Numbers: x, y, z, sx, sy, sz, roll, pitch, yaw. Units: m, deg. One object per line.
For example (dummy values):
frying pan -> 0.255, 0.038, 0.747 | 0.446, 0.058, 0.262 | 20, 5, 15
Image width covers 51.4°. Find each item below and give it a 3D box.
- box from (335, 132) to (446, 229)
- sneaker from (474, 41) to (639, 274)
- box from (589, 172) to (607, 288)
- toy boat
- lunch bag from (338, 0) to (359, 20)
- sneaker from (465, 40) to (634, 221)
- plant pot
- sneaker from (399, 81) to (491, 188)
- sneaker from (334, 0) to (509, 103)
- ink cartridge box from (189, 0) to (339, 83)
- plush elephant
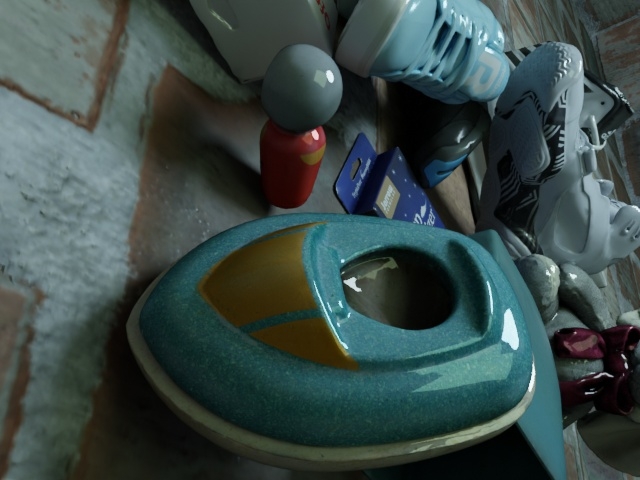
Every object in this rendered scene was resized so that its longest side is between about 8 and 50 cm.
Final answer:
box -> 0.102, -0.014, 0.796 | 0.225, 0.037, 0.136 | 54, 35, -24
sneaker -> 0.343, -0.090, 0.911 | 0.137, 0.210, 0.365 | -108, -162, -55
box -> 0.486, -0.030, 1.316 | 0.148, 0.121, 0.311 | 60, 33, -18
toy boat -> 0.000, 0.000, 0.472 | 0.268, 0.148, 0.318 | -2, 48, -14
lunch bag -> 0.065, -0.419, 0.881 | 0.224, 0.108, 0.279 | 1, 74, -57
sneaker -> 0.381, -0.105, 1.062 | 0.169, 0.258, 0.447 | -15, 87, -59
plant pot -> 0.130, 0.108, 0.646 | 0.165, 0.166, 0.234 | 54, 36, -26
sneaker -> 0.155, -0.198, 0.928 | 0.140, 0.125, 0.340 | 36, 39, -13
sneaker -> 0.134, -0.210, 0.697 | 0.150, 0.135, 0.366 | 33, 25, 9
ink cartridge box -> -0.050, -0.292, 0.612 | 0.172, 0.100, 0.237 | 58, 31, -47
plush elephant -> 0.378, 0.176, 0.880 | 0.330, 0.255, 0.271 | 10, 91, -65
